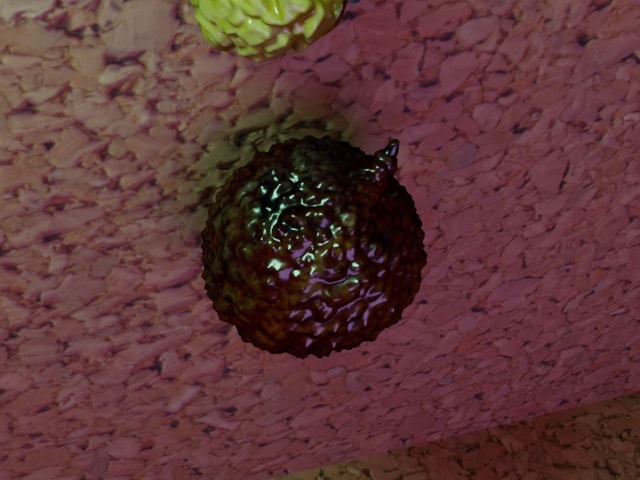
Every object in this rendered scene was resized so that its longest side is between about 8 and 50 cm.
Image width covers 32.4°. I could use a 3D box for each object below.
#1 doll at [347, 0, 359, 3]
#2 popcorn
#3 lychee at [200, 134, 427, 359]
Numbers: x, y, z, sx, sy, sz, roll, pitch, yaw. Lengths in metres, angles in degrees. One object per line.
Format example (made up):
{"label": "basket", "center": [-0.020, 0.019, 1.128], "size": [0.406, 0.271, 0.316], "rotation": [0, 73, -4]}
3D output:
{"label": "doll", "center": [0.006, -0.420, 1.786], "size": [0.214, 0.071, 0.103], "rotation": [-9, 141, -15]}
{"label": "popcorn", "center": [-0.094, -0.393, 1.622], "size": [0.225, 0.265, 0.332], "rotation": [22, 166, -26]}
{"label": "lychee", "center": [0.000, 0.000, 2.026], "size": [0.425, 0.424, 0.500], "rotation": [10, 138, -40]}
